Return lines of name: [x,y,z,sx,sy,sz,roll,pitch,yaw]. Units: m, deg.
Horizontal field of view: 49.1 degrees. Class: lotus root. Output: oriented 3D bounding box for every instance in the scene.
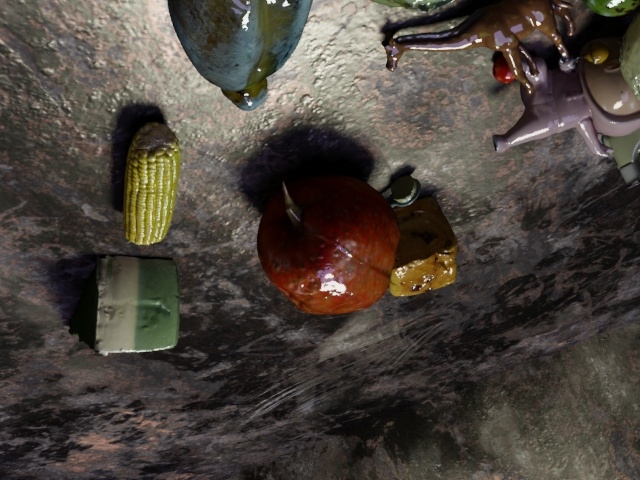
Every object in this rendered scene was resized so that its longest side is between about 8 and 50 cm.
lotus root: [-0.096,-0.259,0.801,0.158,0.140,0.322,-36,174,-17]

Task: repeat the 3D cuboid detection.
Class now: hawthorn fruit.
hawthorn fruit: [0.012,0.009,1.208,0.258,0.258,0.261,-33,175,26]

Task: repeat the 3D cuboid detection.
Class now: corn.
corn: [-0.259,-0.078,1.069,0.081,0.081,0.248,-5,148,-21]

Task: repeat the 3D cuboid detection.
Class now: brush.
brush: [0.079,-0.046,1.340,0.266,0.062,0.027,-31,133,30]

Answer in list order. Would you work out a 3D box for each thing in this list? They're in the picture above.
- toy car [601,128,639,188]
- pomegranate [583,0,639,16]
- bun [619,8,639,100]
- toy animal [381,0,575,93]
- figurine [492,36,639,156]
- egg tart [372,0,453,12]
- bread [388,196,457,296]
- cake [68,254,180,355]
toy car: [0.660,-0.248,1.178,0.242,0.226,0.336,-18,173,-38]
pomegranate: [0.368,-0.353,0.913,0.161,0.122,0.122,-3,150,1]
bun: [0.522,-0.282,0.921,0.259,0.152,0.259,-3,171,0]
toy animal: [0.228,-0.283,0.989,0.229,0.066,0.224,28,119,-29]
figurine: [0.415,-0.228,1.098,0.287,0.176,0.186,-5,171,2]
egg tart: [0.122,-0.343,0.831,0.197,0.078,0.197,-11,149,-7]
bread: [0.185,0.015,1.391,0.149,0.158,0.143,-12,145,-7]
cake: [-0.386,0.175,1.344,0.158,0.172,0.283,6,145,-32]
